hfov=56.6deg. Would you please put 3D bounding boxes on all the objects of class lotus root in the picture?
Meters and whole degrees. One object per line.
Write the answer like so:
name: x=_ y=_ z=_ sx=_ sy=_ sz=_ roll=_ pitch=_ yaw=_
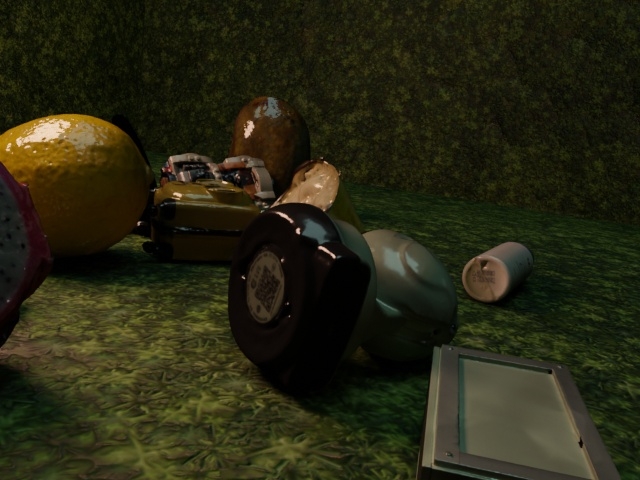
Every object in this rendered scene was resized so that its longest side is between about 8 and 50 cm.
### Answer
lotus root: x=-0.152 y=-0.230 z=1.702 sx=0.251 sy=0.345 sz=0.250 roll=7 pitch=3 yaw=0

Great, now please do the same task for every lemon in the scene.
lemon: x=-0.445 y=-0.089 z=1.021 sx=0.320 sy=0.245 sz=0.245 roll=-11 pitch=13 yaw=-3

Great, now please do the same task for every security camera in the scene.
security camera: x=0.046 y=0.063 z=0.733 sx=0.277 sy=0.197 sz=0.191 roll=7 pitch=19 yaw=-35

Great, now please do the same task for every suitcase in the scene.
suitcase: x=-0.238 y=-0.044 z=1.184 sx=0.235 sy=0.143 sz=0.194 roll=3 pitch=12 yaw=-23

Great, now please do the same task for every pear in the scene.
pear: x=0.000 y=0.002 z=1.068 sx=0.178 sy=0.267 sz=0.267 roll=38 pitch=-2 yaw=-25

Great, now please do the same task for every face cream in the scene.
face cream: x=0.373 y=0.052 z=1.200 sx=0.092 sy=0.092 sz=0.311 roll=13 pitch=13 yaw=27

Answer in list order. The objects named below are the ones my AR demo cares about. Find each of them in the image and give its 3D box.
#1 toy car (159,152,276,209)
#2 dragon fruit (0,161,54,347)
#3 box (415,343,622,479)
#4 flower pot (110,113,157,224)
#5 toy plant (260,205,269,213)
toy car: x=-0.246 y=-0.125 z=1.461 sx=0.301 sy=0.193 sz=0.118 roll=-1 pitch=-27 yaw=-40
dragon fruit: x=-0.421 y=0.011 z=0.554 sx=0.189 sy=0.290 sz=0.291 roll=-28 pitch=-9 yaw=32
box: x=0.148 y=0.170 z=0.489 sx=0.130 sy=0.086 sz=0.225 roll=9 pitch=12 yaw=11
flower pot: x=-0.476 y=-0.134 z=1.328 sx=0.166 sy=0.268 sz=0.269 roll=-20 pitch=23 yaw=-25
toy plant: x=-0.040 y=-0.036 z=1.344 sx=0.243 sy=0.112 sz=0.232 roll=3 pitch=1 yaw=0
